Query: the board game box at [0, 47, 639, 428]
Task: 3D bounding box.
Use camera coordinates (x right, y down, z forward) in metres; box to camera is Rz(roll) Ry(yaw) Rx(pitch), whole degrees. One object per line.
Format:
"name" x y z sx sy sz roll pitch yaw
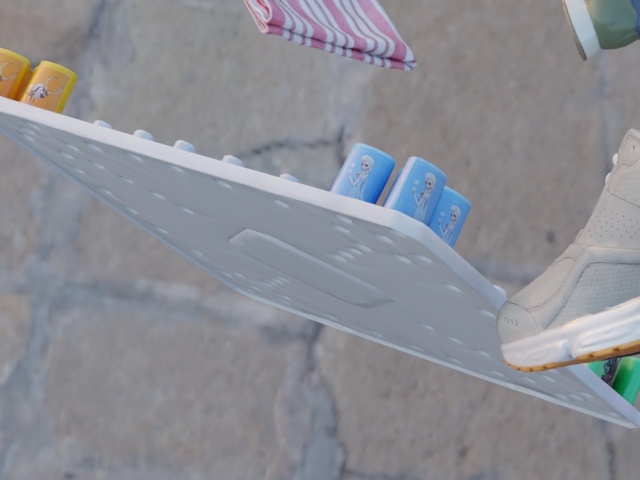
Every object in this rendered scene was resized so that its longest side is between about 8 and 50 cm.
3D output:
"board game box" 0.000 0.000 1.340 0.390 0.390 0.050 17 78 35

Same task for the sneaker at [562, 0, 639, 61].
"sneaker" 0.229 -0.238 1.542 0.086 0.064 0.192 -16 64 12

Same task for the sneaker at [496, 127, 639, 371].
"sneaker" 0.181 -0.006 1.017 0.099 0.262 0.121 -7 78 -35

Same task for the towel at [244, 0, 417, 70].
"towel" -0.007 -0.210 1.559 0.197 0.029 0.144 9 46 -50
